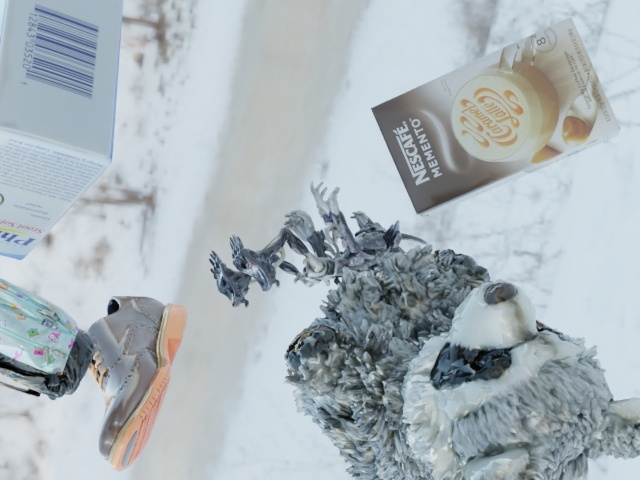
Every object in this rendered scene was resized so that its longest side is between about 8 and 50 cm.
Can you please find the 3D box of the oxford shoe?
[{"bbox_3d":[-0.281,0.192,1.639,0.364,0.132,0.130,-87,19,-67],"label":"oxford shoe"}]

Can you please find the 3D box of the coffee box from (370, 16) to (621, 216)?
[{"bbox_3d":[0.202,-0.137,1.347,0.141,0.246,0.098,67,-168,4],"label":"coffee box"}]

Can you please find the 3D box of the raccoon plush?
[{"bbox_3d":[0.157,0.201,1.009,0.299,0.216,0.446,40,161,50],"label":"raccoon plush"}]

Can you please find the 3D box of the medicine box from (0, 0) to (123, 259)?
[{"bbox_3d":[-0.374,-0.160,1.444,0.289,0.149,0.264,-37,46,47],"label":"medicine box"}]

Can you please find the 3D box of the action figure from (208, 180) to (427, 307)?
[{"bbox_3d":[0.000,0.000,1.541,0.164,0.275,0.141,-49,58,56],"label":"action figure"}]

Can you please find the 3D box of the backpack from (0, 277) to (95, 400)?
[{"bbox_3d":[-0.378,0.119,1.453,0.115,0.182,0.152,-66,14,-22],"label":"backpack"}]
